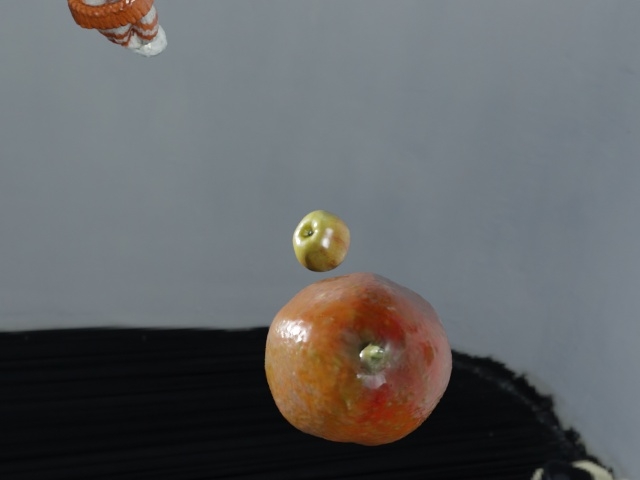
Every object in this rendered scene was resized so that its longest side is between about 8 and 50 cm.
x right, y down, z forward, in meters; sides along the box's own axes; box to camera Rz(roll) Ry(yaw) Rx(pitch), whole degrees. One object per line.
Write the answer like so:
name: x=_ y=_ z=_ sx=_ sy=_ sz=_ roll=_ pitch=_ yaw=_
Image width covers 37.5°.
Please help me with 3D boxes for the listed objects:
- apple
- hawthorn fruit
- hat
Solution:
apple: x=0.000 y=0.000 z=1.290 sx=0.084 sy=0.071 sz=0.084 roll=-22 pitch=51 yaw=29
hawthorn fruit: x=0.045 y=0.122 z=0.965 sx=0.251 sy=0.200 sz=0.199 roll=133 pitch=133 yaw=-81
hat: x=-0.244 y=-0.283 z=1.216 sx=0.162 sy=0.112 sz=0.093 roll=60 pitch=-148 yaw=-62
